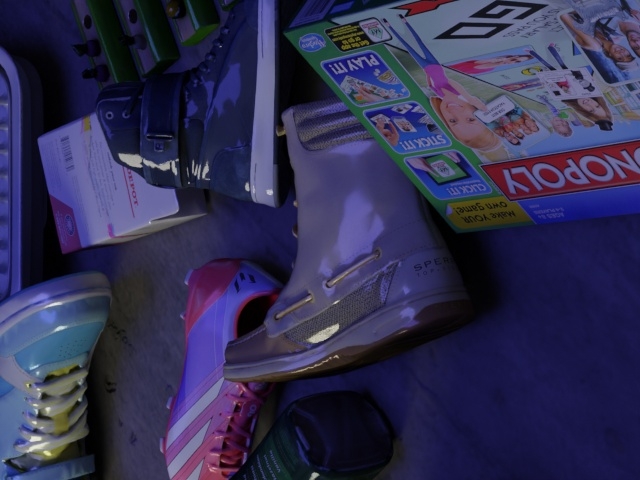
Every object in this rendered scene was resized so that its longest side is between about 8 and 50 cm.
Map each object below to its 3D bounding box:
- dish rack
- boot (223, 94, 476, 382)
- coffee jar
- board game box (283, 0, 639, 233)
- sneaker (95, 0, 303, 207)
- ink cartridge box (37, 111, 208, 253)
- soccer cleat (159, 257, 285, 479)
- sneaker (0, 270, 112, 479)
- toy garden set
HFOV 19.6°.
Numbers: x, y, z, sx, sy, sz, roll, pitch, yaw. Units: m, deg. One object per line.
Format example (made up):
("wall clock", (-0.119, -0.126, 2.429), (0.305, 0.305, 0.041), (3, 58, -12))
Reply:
("dish rack", (-0.388, -0.066, 1.890), (0.332, 0.072, 0.286), (8, 100, 41))
("boot", (0.000, 0.000, 1.458), (0.262, 0.095, 0.204), (-25, 75, 49))
("coffee jar", (-0.024, 0.203, 1.532), (0.184, 0.096, 0.079), (-52, 56, 40))
("board game box", (0.148, -0.102, 1.214), (0.317, 0.046, 0.213), (-8, 132, 50))
("sneaker", (-0.101, -0.145, 1.508), (0.163, 0.086, 0.226), (9, 108, 12))
("ink cartridge box", (-0.169, -0.063, 1.669), (0.198, 0.067, 0.115), (-15, 86, 51))
("soccer cleat", (-0.078, 0.136, 1.599), (0.095, 0.083, 0.248), (18, 109, 41))
("sneaker", (-0.251, 0.172, 1.773), (0.319, 0.127, 0.208), (-49, 59, 53))
("toy garden set", (-0.169, -0.257, 1.642), (0.244, 0.049, 0.204), (-33, 73, 47))
